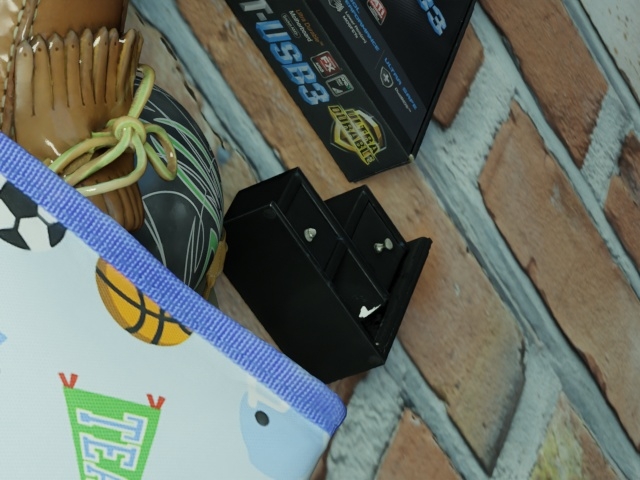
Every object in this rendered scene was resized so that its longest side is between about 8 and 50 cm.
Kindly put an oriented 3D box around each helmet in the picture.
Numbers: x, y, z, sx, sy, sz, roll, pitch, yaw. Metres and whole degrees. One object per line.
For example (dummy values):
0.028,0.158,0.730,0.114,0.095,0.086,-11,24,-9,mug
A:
-0.138,-0.024,1.147,0.169,0.161,0.169,34,46,-44,helmet

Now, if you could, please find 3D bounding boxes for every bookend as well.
0.000,0.000,1.431,0.156,0.072,0.157,55,34,-21,bookend

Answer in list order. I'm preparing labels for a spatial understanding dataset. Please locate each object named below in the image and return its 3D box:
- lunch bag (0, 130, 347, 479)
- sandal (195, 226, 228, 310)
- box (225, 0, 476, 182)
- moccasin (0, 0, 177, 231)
-0.244,0.097,0.762,0.385,0.239,0.328,39,56,-17,lunch bag
-0.092,-0.007,1.316,0.072,0.049,0.180,18,58,-52,sandal
0.012,-0.248,1.597,0.295,0.073,0.293,55,35,-24,box
-0.145,-0.025,0.980,0.139,0.147,0.380,-1,109,-69,moccasin
